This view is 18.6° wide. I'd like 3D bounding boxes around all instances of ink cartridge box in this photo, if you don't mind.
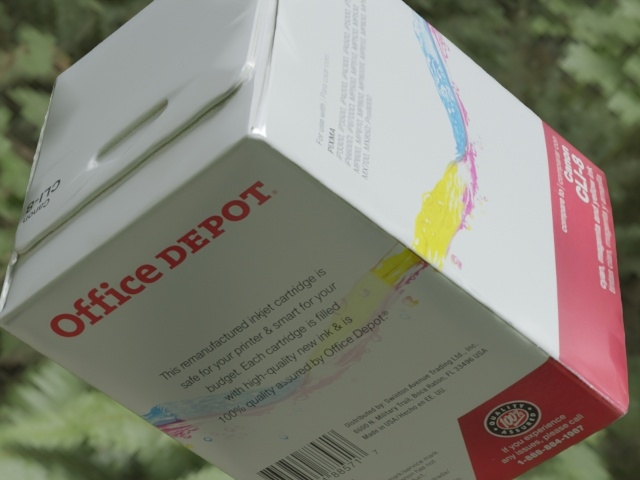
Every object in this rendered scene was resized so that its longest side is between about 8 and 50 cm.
[{"bbox_3d":[0.000,0.000,0.681,0.176,0.128,0.127,37,36,-29],"label":"ink cartridge box"}]
